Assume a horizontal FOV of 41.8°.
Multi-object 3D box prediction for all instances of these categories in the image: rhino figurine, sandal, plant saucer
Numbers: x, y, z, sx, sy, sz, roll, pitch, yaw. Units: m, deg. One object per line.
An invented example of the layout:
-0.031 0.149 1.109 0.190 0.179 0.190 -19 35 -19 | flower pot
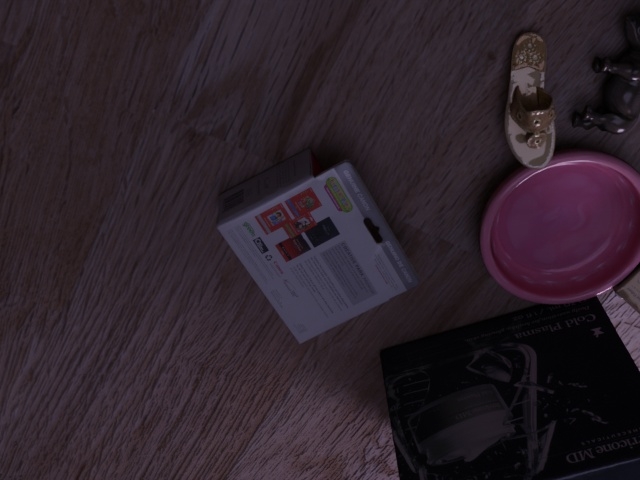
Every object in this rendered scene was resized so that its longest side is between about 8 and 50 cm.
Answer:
0.534 -0.294 1.462 0.106 0.073 0.243 12 118 -5 | rhino figurine
0.361 -0.236 1.442 0.088 0.079 0.240 -3 101 11 | sandal
0.465 -0.032 1.609 0.332 0.084 0.332 -1 120 -2 | plant saucer

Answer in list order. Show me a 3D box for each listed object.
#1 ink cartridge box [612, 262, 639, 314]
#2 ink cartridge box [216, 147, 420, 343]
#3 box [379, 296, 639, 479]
0.727 0.099 1.654 0.235 0.088 0.193 42 109 -4 | ink cartridge box
0.000 0.000 1.581 0.272 0.130 0.309 -26 119 11 | ink cartridge box
0.397 0.395 1.636 0.480 0.472 0.297 -17 120 7 | box
